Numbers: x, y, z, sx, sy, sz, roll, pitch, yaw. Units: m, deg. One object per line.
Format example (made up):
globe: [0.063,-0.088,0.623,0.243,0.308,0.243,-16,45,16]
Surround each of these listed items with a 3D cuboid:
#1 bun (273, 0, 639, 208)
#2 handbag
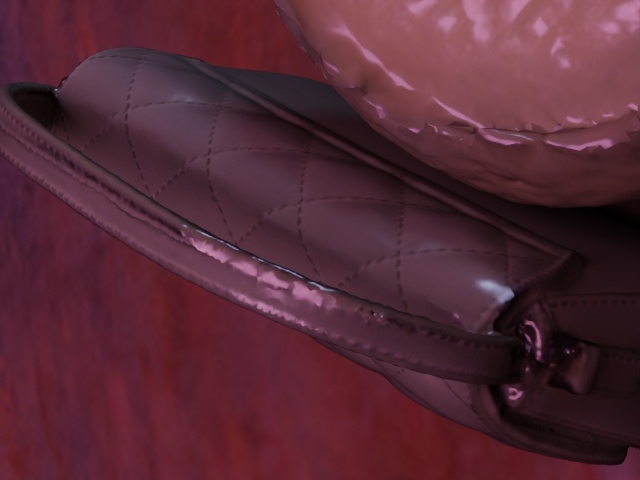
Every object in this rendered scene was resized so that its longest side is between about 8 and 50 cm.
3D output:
bun: [0.104,-0.131,0.623,0.259,0.152,0.259,-4,83,35]
handbag: [0.000,0.000,0.660,0.256,0.219,0.079,29,104,40]
